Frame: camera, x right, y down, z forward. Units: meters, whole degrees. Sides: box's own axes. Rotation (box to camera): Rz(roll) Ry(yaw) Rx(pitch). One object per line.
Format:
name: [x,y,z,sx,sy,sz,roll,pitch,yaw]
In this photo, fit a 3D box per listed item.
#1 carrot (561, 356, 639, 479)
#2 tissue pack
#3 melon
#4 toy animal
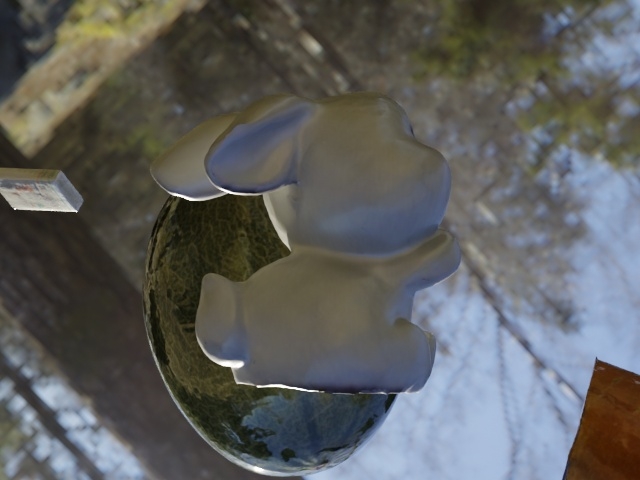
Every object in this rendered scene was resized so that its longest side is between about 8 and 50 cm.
carrot: [0.389,0.270,1.779,0.214,0.331,0.193,-30,136,-48]
tissue pack: [-0.329,-0.060,1.917,0.108,0.056,0.023,4,-129,35]
melon: [-0.037,0.064,1.477,0.237,0.237,0.301,-36,-125,39]
toy animal: [-0.005,0.005,1.028,0.178,0.193,0.127,-5,179,-18]
